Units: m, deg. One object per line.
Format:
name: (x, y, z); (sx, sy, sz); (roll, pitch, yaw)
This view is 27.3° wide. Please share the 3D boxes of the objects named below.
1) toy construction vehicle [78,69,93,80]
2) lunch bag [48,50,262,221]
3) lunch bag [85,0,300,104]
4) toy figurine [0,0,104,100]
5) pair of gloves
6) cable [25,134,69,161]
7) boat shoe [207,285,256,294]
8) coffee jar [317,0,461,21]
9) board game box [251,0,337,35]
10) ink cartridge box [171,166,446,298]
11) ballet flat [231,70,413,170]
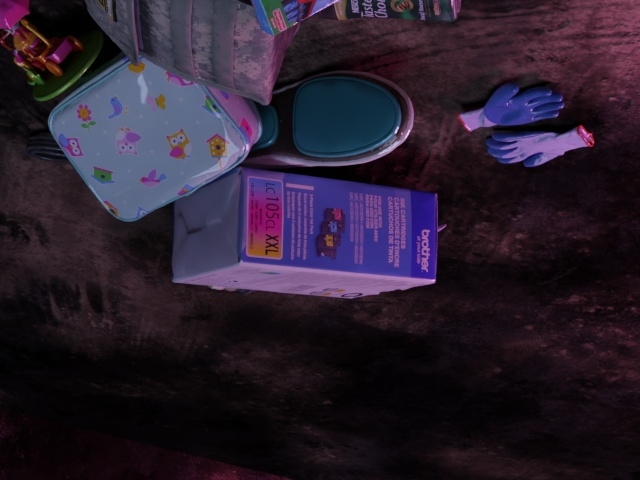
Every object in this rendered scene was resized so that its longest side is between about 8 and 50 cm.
toy construction vehicle: (-0.311, -0.217, 1.951); (0.098, 0.035, 0.086); (-17, 143, 40)
lunch bag: (-0.230, -0.172, 1.848); (0.279, 0.108, 0.224); (-27, 107, 29)
lunch bag: (-0.172, -0.314, 1.596); (0.287, 0.169, 0.235); (19, 156, 3)
toy figurine: (-0.406, -0.291, 1.798); (0.159, 0.130, 0.173); (46, 161, -30)
pair of gloves: (0.291, -0.165, 1.889); (0.159, 0.023, 0.198); (-12, 147, 30)
cable: (-0.328, -0.153, 2.086); (0.287, 0.072, 0.139); (5, 172, 33)
boat shoe: (-0.104, 0.032, 2.294); (0.092, 0.103, 0.285); (17, 155, -25)
coffee jar: (0.077, -0.315, 1.609); (0.184, 0.079, 0.096); (3, 151, 12)
board game box: (0.004, -0.342, 1.432); (0.039, 0.211, 0.160); (39, 156, 54)
ink cartridge box: (0.000, 0.000, 2.032); (0.395, 0.151, 0.270); (8, 169, -27)
ballet flat: (-0.019, -0.159, 1.905); (0.400, 0.139, 0.139); (-6, 149, 33)
